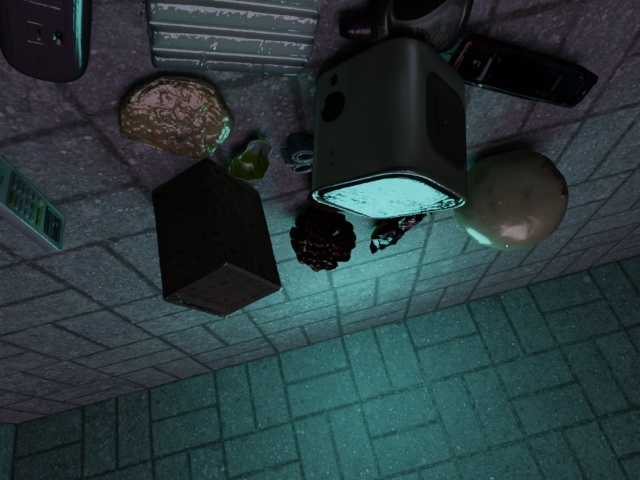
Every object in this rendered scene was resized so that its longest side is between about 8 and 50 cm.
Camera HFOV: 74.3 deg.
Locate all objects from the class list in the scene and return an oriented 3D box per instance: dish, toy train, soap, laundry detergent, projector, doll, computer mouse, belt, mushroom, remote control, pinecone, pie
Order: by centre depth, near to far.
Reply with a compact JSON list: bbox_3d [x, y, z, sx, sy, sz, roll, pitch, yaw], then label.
[{"bbox_3d":[-0.392,-0.324,0.599,0.120,0.057,0.232,1,150,-29],"label":"computer mouse"},{"bbox_3d":[-0.141,-0.347,0.658,0.262,0.094,0.150,-4,145,-20],"label":"soap"},{"bbox_3d":[0.143,-0.390,0.738,0.222,0.078,0.144,-7,153,-13],"label":"laundry detergent"},{"bbox_3d":[-0.271,-0.238,0.823,0.218,0.052,0.185,11,144,-38],"label":"pie"},{"bbox_3d":[0.136,-0.194,0.828,0.249,0.249,0.248,-9,164,43],"label":"projector"},{"bbox_3d":[-0.625,-0.070,0.895,0.034,0.103,0.250,-10,151,-5],"label":"remote control"},{"bbox_3d":[0.430,-0.366,0.915,0.410,0.089,0.086,0,138,-26],"label":"toy train"},{"bbox_3d":[-0.158,-0.195,0.975,0.091,0.039,0.137,8,144,-29],"label":"dish"},{"bbox_3d":[0.054,-0.208,1.024,0.303,0.072,0.087,-6,148,-18],"label":"belt"},{"bbox_3d":[0.000,0.000,1.261,0.208,0.207,0.207,-12,152,-7],"label":"pinecone"},{"bbox_3d":[0.563,-0.112,1.295,0.315,0.314,0.336,-21,173,10],"label":"mushroom"},{"bbox_3d":[0.259,-0.043,1.433,0.127,0.088,0.249,31,121,-28],"label":"doll"}]

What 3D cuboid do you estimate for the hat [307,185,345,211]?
[{"bbox_3d":[0.064,-0.142,1.125,0.206,0.089,0.205,-8,165,-2],"label":"hat"}]

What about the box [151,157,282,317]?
[{"bbox_3d":[-0.249,-0.001,1.014,0.191,0.297,0.225,-28,150,17],"label":"box"}]
